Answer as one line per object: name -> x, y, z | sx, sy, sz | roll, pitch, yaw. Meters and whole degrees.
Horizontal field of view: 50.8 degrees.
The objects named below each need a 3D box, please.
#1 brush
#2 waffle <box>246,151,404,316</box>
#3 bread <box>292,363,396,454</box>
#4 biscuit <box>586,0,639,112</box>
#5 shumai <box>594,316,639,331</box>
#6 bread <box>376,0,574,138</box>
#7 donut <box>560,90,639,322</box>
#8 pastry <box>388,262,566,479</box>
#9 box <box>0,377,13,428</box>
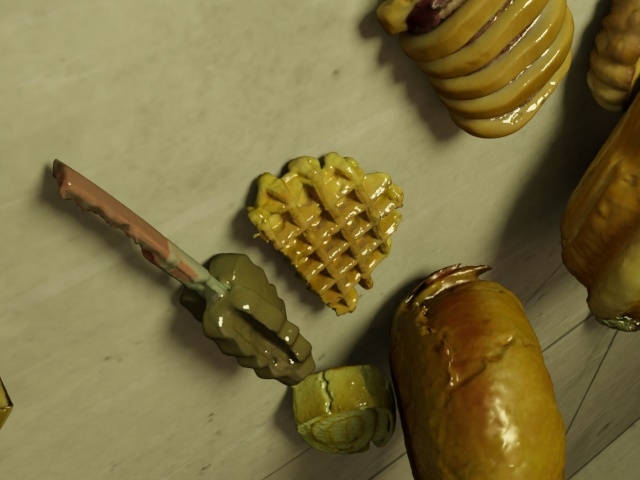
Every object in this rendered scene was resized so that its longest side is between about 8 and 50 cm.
brush -> -0.090, 0.029, 0.514 | 0.071, 0.084, 0.301 | -42, 140, -2
waffle -> 0.000, 0.000, 0.597 | 0.192, 0.046, 0.160 | 3, 123, -47
bread -> 0.030, 0.200, 0.790 | 0.118, 0.064, 0.156 | -5, 144, 3
biscuit -> 0.316, -0.211, 0.687 | 0.118, 0.061, 0.183 | -40, 148, -39
shumai -> 0.590, 0.115, 1.293 | 0.124, 0.099, 0.087 | -22, 123, -32
bread -> 0.134, -0.171, 0.528 | 0.134, 0.081, 0.225 | -48, 146, 7
donut -> 0.444, -0.092, 0.769 | 0.449, 0.198, 0.449 | -45, 160, -21
pastry -> 0.172, 0.205, 0.747 | 0.164, 0.356, 0.356 | -9, 140, 1
box -> -0.324, 0.128, 0.377 | 0.240, 0.071, 0.159 | 16, 115, -53
